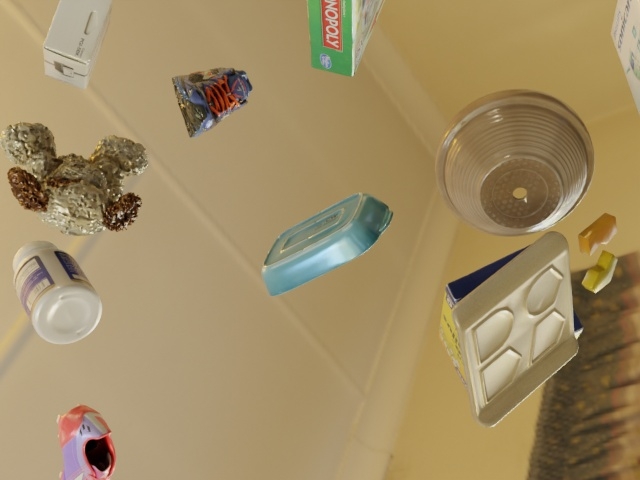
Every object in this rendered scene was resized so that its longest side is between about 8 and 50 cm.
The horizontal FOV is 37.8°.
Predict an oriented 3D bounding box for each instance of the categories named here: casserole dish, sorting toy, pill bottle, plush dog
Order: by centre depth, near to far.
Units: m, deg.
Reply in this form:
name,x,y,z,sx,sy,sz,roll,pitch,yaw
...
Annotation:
name,x,y,z,sx,sy,sz,roll,pitch,yaw
casserole dish,0.000,0.000,1.104,0.037,0.188,0.114,52,-148,-20
sorting toy,0.310,0.099,1.328,0.307,0.041,0.229,-35,-51,-21
pill bottle,-0.443,0.078,1.544,0.112,0.112,0.187,29,-171,-41
plush dog,-0.437,-0.079,1.636,0.263,0.225,0.210,9,-73,-19

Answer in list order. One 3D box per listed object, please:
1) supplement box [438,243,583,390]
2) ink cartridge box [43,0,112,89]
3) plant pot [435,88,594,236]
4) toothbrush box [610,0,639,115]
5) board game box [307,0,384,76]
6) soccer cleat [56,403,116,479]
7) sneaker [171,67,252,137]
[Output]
name,x,y,z,sx,sy,sz,roll,pitch,yaw
supplement box,0.372,0.185,1.896,0.356,0.195,0.194,77,167,-68
ink cartridge box,-0.295,-0.251,1.138,0.056,0.135,0.099,20,-99,-13
plant pot,0.288,-0.095,1.376,0.237,0.237,0.109,52,-158,-22
toothbrush box,0.453,-0.164,0.973,0.126,0.216,0.295,74,-174,-62
board game box,0.058,-0.337,0.843,0.213,0.046,0.317,86,-158,-63
soccer cleat,-0.362,0.369,1.476,0.083,0.095,0.248,-27,-49,-40
sneaker,-0.142,-0.199,1.259,0.221,0.087,0.083,-86,-21,-69
